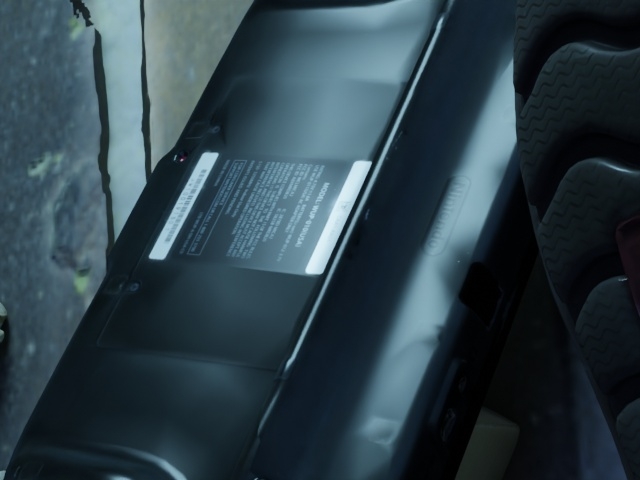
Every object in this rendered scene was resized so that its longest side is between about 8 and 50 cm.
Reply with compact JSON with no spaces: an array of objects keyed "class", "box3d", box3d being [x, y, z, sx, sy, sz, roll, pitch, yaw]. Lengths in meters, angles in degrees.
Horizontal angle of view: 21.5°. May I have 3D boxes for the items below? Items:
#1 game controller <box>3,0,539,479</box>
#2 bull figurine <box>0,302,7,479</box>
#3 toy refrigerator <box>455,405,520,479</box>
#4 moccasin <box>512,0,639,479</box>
[{"class":"game controller","box3d":[0.000,0.000,0.639,0.166,0.067,0.319,-1,50,36]},{"class":"bull figurine","box3d":[-0.208,0.137,0.810,0.188,0.101,0.310,-49,60,15]},{"class":"toy refrigerator","box3d":[-0.027,0.177,0.686,0.094,0.102,0.270,26,98,33]},{"class":"moccasin","box3d":[0.165,0.012,0.529,0.139,0.147,0.380,-34,66,47]}]
